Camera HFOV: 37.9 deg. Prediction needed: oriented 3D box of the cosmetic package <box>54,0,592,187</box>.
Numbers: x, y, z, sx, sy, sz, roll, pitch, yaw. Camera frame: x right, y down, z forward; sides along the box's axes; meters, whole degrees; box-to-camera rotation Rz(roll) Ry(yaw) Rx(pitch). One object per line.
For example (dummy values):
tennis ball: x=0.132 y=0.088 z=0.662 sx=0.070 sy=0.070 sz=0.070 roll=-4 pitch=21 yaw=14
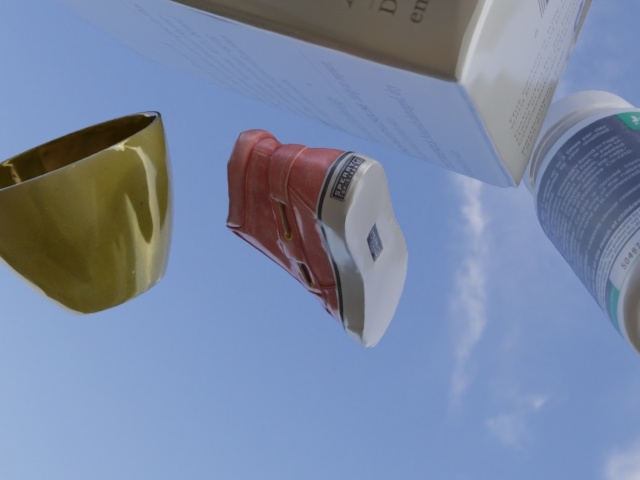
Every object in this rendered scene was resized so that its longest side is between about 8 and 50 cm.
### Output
cosmetic package: x=0.009 y=-0.276 z=0.703 sx=0.394 sy=0.327 sz=0.329 roll=22 pitch=-90 yaw=19

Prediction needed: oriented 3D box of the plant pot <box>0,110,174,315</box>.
plant pot: x=-0.144 y=-0.011 z=0.574 sx=0.134 sy=0.134 sz=0.095 roll=-10 pitch=-69 yaw=30

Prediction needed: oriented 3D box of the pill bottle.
pill bottle: x=0.373 y=-0.031 z=1.087 sx=0.204 sy=0.361 sz=0.204 roll=-5 pitch=-58 yaw=-9

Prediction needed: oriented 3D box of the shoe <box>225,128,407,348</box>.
shoe: x=0.000 y=0.000 z=0.557 sx=0.081 sy=0.063 sz=0.178 roll=21 pitch=-25 yaw=22
